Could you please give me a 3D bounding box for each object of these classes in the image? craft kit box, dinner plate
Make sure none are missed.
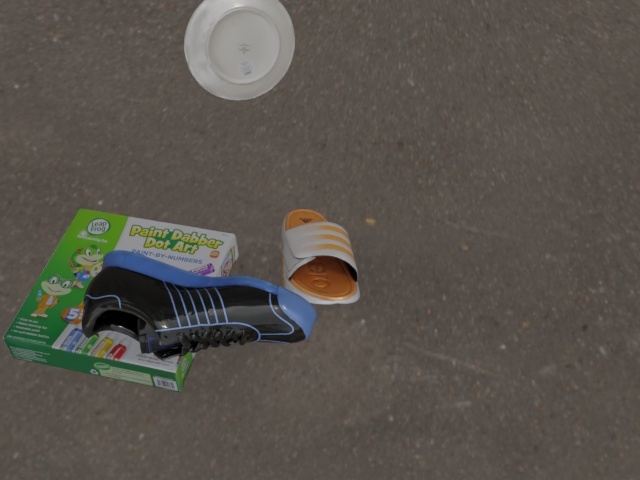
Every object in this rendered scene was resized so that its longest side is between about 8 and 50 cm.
[{"bbox_3d":[-0.270,0.075,1.203,0.250,0.246,0.061,9,137,11],"label":"craft kit box"},{"bbox_3d":[-0.096,-0.239,1.053,0.141,0.017,0.141,-9,119,-18],"label":"dinner plate"}]

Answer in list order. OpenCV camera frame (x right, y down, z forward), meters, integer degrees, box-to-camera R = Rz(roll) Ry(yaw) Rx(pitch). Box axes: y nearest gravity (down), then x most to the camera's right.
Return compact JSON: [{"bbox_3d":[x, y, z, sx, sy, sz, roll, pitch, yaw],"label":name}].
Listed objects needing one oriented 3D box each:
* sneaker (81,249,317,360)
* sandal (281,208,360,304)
[{"bbox_3d":[-0.123,0.082,0.866,0.232,0.090,0.081,12,146,4],"label":"sneaker"},{"bbox_3d":[-0.011,0.000,1.236,0.102,0.265,0.076,-1,120,-12],"label":"sandal"}]
